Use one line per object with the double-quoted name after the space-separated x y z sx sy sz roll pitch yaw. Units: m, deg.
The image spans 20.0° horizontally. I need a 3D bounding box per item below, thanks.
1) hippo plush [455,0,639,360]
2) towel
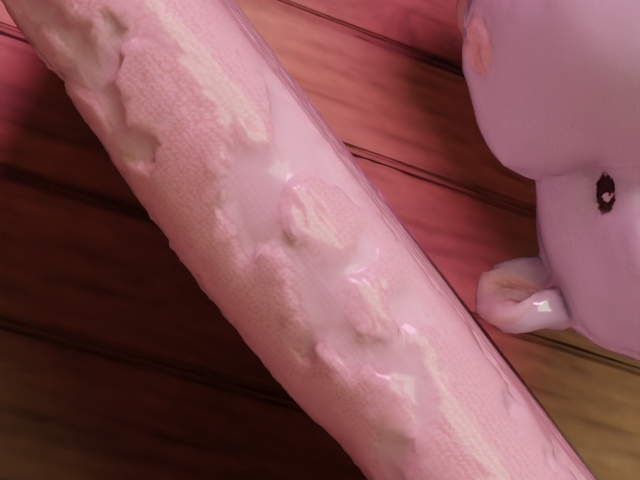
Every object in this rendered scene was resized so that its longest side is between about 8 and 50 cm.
0.120 -0.056 0.671 0.236 0.234 0.294 -49 128 -44 "hippo plush"
0.000 0.000 0.606 0.053 0.317 0.332 -38 91 3 "towel"
